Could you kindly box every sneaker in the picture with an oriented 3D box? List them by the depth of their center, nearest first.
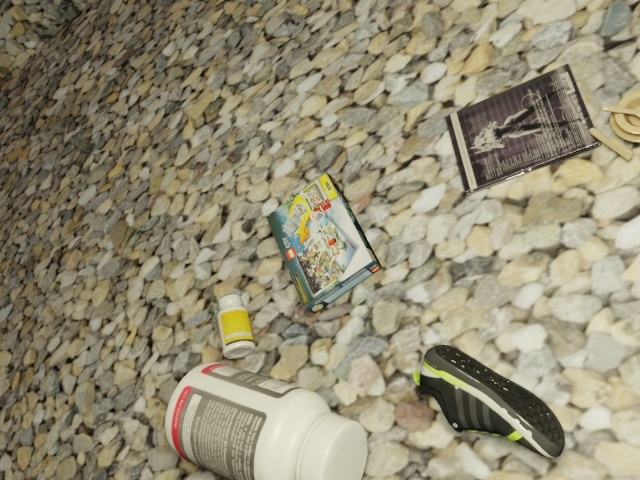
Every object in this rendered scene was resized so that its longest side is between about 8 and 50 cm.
[{"bbox_3d":[0.238,0.245,0.815,0.234,0.084,0.097,34,115,39],"label":"sneaker"}]

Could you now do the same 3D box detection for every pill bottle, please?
[{"bbox_3d":[-0.090,0.319,0.922,0.318,0.176,0.176,7,74,36],"label":"pill bottle"},{"bbox_3d":[-0.171,0.169,1.109,0.065,0.065,0.116,-30,57,20],"label":"pill bottle"}]

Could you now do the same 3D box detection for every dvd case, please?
[{"bbox_3d":[0.335,-0.188,0.954,0.221,0.018,0.165,-20,62,25],"label":"dvd case"}]

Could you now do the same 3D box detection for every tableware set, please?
[{"bbox_3d":[0.506,-0.156,0.803,0.128,0.039,0.194,-42,56,8],"label":"tableware set"}]

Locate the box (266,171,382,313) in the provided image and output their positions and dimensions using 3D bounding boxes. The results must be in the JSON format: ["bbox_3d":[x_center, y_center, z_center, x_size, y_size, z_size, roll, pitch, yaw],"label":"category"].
[{"bbox_3d":[0.000,0.000,1.080,0.159,0.044,0.233,-36,55,16],"label":"box"}]
